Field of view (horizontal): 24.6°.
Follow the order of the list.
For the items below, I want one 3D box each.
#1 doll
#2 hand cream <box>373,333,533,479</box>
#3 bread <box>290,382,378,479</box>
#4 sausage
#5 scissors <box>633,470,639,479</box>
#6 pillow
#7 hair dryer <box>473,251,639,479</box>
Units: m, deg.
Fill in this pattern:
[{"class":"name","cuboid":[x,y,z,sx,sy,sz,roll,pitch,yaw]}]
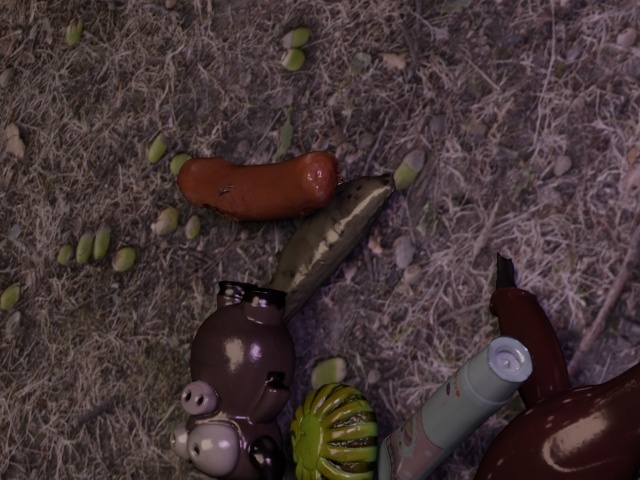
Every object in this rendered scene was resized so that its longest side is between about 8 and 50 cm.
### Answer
[{"class":"doll","cuboid":[-0.097,0.180,1.736,0.182,0.117,0.257,11,87,53]},{"class":"hand cream","cuboid":[0.124,0.196,1.519,0.331,0.058,0.085,123,144,-53]},{"class":"bread","cuboid":[0.012,0.229,1.652,0.130,0.071,0.139,-10,72,55]},{"class":"sausage","cuboid":[-0.082,-0.066,1.848,0.327,0.079,0.087,1,99,54]},{"class":"scissors","cuboid":[0.317,0.198,1.456,0.039,0.012,0.113,3,74,42]},{"class":"pillow","cuboid":[0.000,-0.001,1.791,0.241,0.051,0.093,-51,46,13]},{"class":"hair dryer","cuboid":[0.251,0.106,1.483,0.312,0.123,0.340,-48,35,31]}]
